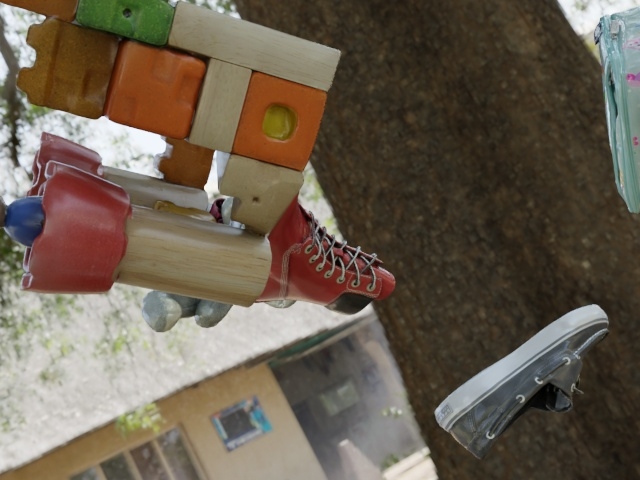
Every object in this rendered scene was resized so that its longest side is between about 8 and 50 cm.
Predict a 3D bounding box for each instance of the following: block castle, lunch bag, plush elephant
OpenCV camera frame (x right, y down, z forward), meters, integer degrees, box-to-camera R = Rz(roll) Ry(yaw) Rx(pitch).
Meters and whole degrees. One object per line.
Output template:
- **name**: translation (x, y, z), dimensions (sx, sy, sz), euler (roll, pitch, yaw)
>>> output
- **block castle**: translation (-0.121, -0.194, 0.643), dimensions (0.212, 0.454, 0.303), euler (13, 8, -21)
- **lunch bag**: translation (0.469, -0.192, 1.275), dimensions (0.107, 0.279, 0.224), euler (-8, 36, 20)
- **plush elephant**: translation (-0.157, 0.001, 1.510), dimensions (0.255, 0.272, 0.330), euler (-34, -27, 22)

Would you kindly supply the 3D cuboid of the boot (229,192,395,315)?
- **boot**: translation (0.000, 0.000, 0.835), dimensions (0.176, 0.089, 0.244), euler (11, -27, -7)

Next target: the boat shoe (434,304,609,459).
- **boat shoe**: translation (0.221, 0.143, 0.880), dimensions (0.228, 0.076, 0.080), euler (-24, -29, -30)
